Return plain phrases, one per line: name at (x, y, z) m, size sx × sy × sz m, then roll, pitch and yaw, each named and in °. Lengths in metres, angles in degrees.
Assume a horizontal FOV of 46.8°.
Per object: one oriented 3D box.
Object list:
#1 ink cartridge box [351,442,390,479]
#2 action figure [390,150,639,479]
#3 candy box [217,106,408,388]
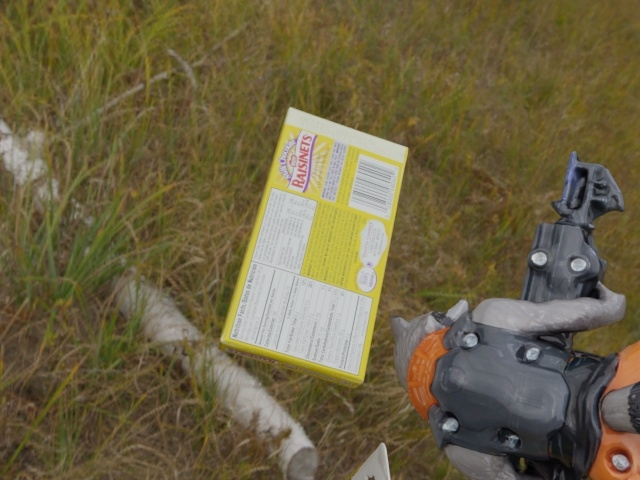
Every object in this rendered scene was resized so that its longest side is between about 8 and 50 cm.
ink cartridge box at (0.011, 0.255, 0.529) m, size 0.067 × 0.115 × 0.198 m, roll 6°, pitch 56°, yaw -10°
action figure at (0.195, 0.074, 0.547) m, size 0.179 × 0.330 × 0.341 m, roll 21°, pitch 73°, yaw -47°
candy box at (0.000, 0.000, 0.561) m, size 0.105 × 0.027 × 0.205 m, roll 17°, pitch 63°, yaw -6°
